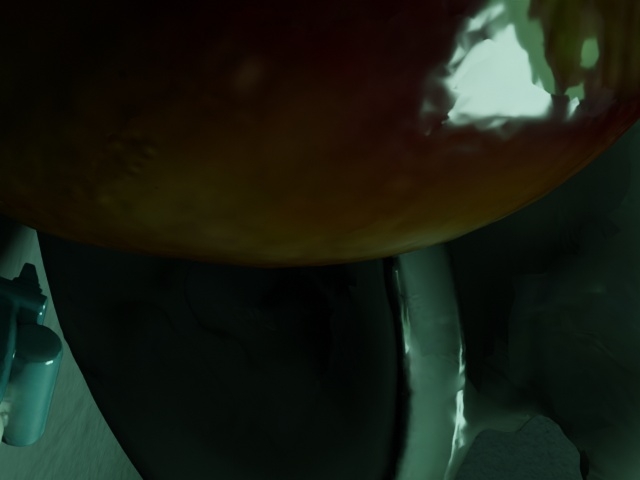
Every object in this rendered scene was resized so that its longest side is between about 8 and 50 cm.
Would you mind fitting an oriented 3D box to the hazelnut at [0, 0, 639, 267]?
[{"bbox_3d":[-0.011,-0.089,0.393,0.178,0.178,0.204,107,-27,-66],"label":"hazelnut"}]

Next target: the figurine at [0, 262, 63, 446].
[{"bbox_3d":[-0.109,0.060,0.439,0.140,0.068,0.075,-71,-178,-45],"label":"figurine"}]

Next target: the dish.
[{"bbox_3d":[0.000,0.000,0.559,0.124,0.324,0.324,-18,142,-36],"label":"dish"}]
